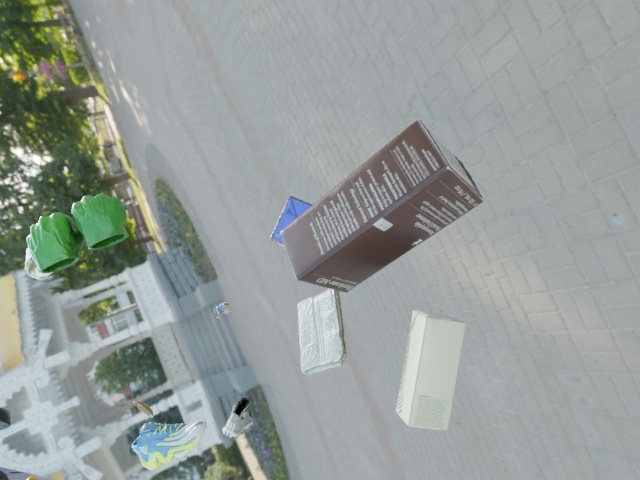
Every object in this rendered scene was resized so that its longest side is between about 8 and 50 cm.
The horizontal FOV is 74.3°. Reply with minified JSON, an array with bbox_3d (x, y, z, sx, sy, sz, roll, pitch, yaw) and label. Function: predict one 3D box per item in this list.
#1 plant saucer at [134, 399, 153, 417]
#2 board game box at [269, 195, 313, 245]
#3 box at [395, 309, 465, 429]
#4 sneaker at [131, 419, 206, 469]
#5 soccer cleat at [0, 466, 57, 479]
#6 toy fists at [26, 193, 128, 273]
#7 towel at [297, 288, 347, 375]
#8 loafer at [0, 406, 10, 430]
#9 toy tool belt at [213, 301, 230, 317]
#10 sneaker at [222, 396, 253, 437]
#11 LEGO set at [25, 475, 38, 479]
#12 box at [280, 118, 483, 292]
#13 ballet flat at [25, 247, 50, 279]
[{"bbox_3d":[-0.598,0.569,1.437,0.083,0.015,0.083,21,138,20],"label":"plant saucer"},{"bbox_3d":[0.000,0.000,1.321,0.232,0.141,0.291,23,174,8],"label":"board game box"},{"bbox_3d":[0.277,0.325,1.072,0.094,0.113,0.275,-175,96,-80],"label":"box"},{"bbox_3d":[-0.451,0.574,1.226,0.126,0.240,0.091,50,-169,-18],"label":"sneaker"},{"bbox_3d":[-0.826,0.695,1.171,0.318,0.109,0.116,28,178,-7],"label":"soccer cleat"},{"bbox_3d":[-0.657,-0.026,1.148,0.096,0.279,0.142,47,-162,-81],"label":"toy fists"},{"bbox_3d":[-0.001,0.317,1.483,0.187,0.049,0.282,-27,55,30],"label":"towel"},{"bbox_3d":[-1.097,0.566,1.393,0.061,0.062,0.170,-120,12,-45],"label":"loafer"},{"bbox_3d":[-0.415,0.285,1.738,0.051,0.083,0.052,39,-153,-59],"label":"toy tool belt"},{"bbox_3d":[-0.307,0.687,1.700,0.228,0.086,0.132,5,-73,-82],"label":"sneaker"},{"bbox_3d":[-0.409,0.430,0.617,0.093,0.087,0.227,-1,107,27],"label":"LEGO set"},{"bbox_3d":[0.120,-0.050,0.891,0.381,0.191,0.143,-37,56,26],"label":"box"},{"bbox_3d":[-1.077,0.084,1.643,0.400,0.139,0.139,-18,94,44],"label":"ballet flat"}]
